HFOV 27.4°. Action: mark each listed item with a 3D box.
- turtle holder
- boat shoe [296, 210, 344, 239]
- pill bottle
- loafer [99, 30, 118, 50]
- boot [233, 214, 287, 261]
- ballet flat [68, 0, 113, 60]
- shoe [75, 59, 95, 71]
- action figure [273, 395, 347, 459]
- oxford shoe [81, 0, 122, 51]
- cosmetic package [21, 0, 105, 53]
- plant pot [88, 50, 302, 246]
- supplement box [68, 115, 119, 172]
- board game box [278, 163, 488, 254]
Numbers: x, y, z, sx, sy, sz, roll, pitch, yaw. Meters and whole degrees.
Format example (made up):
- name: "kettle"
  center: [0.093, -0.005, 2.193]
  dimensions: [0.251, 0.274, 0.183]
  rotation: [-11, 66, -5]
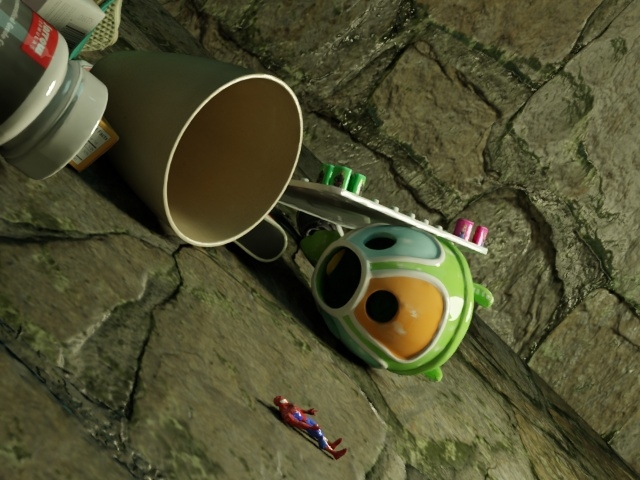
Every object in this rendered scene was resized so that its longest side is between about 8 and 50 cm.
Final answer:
- name: "turtle holder"
  center: [0.104, 0.065, 2.147]
  dimensions: [0.227, 0.243, 0.320]
  rotation: [20, 39, -35]
- name: "boat shoe"
  center: [0.000, 0.000, 2.547]
  dimensions: [0.076, 0.080, 0.228]
  rotation: [38, 18, -47]
- name: "pill bottle"
  center: [-0.376, -0.200, 1.409]
  dimensions: [0.283, 0.161, 0.161]
  rotation: [39, 10, -31]
- name: "loafer"
  center: [-0.447, -0.418, 2.372]
  dimensions: [0.102, 0.092, 0.268]
  rotation: [45, -8, 22]
- name: "boot"
  center: [-0.166, -0.071, 2.089]
  dimensions: [0.244, 0.088, 0.176]
  rotation: [42, 2, -19]
- name: "ballet flat"
  center: [-0.351, -0.374, 1.945]
  dimensions: [0.123, 0.348, 0.123]
  rotation: [17, 58, -30]
- name: "shoe"
  center: [-0.343, -0.239, 2.101]
  dimensions: [0.081, 0.063, 0.178]
  rotation: [48, 14, 10]
- name: "action figure"
  center: [-0.015, 0.220, 1.577]
  dimensions: [0.115, 0.030, 0.038]
  rotation: [38, 16, -27]
- name: "oxford shoe"
  center: [-0.358, -0.448, 2.072]
  dimensions: [0.169, 0.130, 0.449]
  rotation: [3, -19, -18]
- name: "cosmetic package"
  center: [-0.433, -0.337, 1.824]
  dimensions: [0.184, 0.151, 0.151]
  rotation: [46, 9, 14]
- name: "plant pot"
  center: [-0.211, -0.162, 1.865]
  dimensions: [0.274, 0.256, 0.256]
  rotation: [30, -1, 35]
- name: "supplement box"
  center: [-0.346, -0.179, 1.629]
  dimensions: [0.078, 0.080, 0.233]
  rotation: [51, -1, 32]
- name: "board game box"
  center: [0.040, -0.072, 2.301]
  dimensions: [0.390, 0.050, 0.390]
  rotation: [21, -6, -41]
